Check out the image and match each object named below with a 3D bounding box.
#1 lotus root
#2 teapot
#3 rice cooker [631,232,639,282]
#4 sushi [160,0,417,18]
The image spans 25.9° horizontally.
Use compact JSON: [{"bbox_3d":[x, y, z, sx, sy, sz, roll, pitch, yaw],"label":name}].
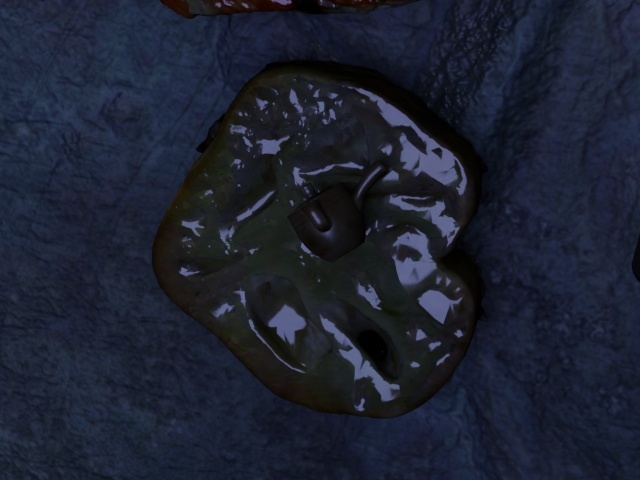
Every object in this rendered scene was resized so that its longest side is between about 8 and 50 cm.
[{"bbox_3d":[0.000,0.000,1.479,0.375,0.111,0.390,-7,106,22],"label":"lotus root"},{"bbox_3d":[0.024,-0.032,1.364,0.110,0.085,0.080,-33,90,7],"label":"teapot"},{"bbox_3d":[0.390,0.022,1.361,0.165,0.112,0.106,24,119,10],"label":"rice cooker"},{"bbox_3d":[-0.003,-0.286,1.371,0.332,0.130,0.124,1,114,22],"label":"sushi"}]
